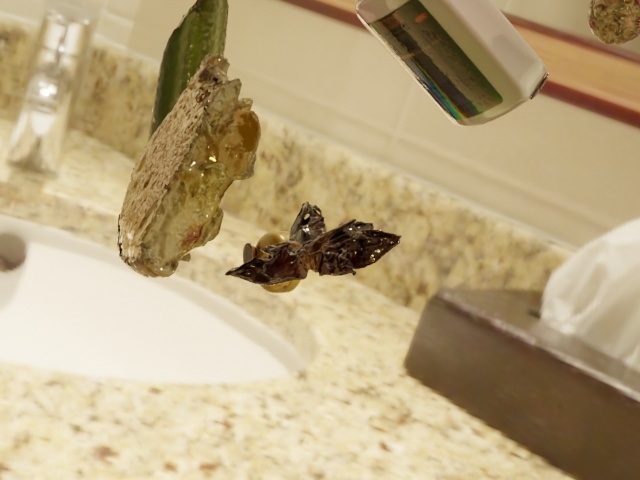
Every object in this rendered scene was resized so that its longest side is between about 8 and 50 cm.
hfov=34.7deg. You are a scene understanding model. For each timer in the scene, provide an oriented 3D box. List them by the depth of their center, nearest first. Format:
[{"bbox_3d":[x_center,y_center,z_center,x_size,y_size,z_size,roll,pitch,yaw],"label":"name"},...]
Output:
[{"bbox_3d":[-0.061,0.035,1.712,0.109,0.107,0.107,1,21,-34],"label":"timer"}]

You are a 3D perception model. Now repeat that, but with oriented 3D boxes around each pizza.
[{"bbox_3d":[-0.132,-0.075,1.065,0.089,0.223,0.323,31,12,-19],"label":"pizza"}]

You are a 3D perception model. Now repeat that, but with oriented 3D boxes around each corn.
[{"bbox_3d":[0.459,-0.393,1.496,0.092,0.092,0.280,22,55,11],"label":"corn"}]

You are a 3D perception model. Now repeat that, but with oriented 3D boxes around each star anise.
[{"bbox_3d":[0.001,0.004,1.266,0.213,0.053,0.157,-6,28,17],"label":"star anise"}]

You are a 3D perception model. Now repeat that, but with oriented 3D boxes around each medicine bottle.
[{"bbox_3d":[0.103,-0.207,0.954,0.219,0.078,0.115,45,-24,-17],"label":"medicine bottle"}]

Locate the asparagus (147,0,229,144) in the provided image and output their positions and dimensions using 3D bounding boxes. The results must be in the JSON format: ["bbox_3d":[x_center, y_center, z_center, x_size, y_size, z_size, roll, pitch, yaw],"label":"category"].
[{"bbox_3d":[-0.214,-0.210,1.630,0.108,0.381,0.128,8,3,-12],"label":"asparagus"}]
